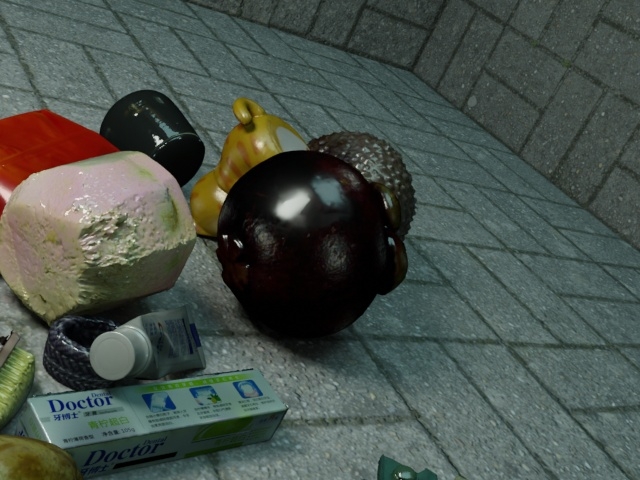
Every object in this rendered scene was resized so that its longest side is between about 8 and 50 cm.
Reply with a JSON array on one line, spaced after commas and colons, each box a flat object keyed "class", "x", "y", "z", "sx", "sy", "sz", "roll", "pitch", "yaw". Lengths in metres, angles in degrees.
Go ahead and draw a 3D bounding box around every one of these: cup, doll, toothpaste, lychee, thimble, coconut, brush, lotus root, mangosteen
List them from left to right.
[{"class": "brush", "x": -0.373, "y": 0.205, "z": 0.861, "sx": 0.067, "sy": 0.072, "sz": 0.313, "roll": 36, "pitch": 22, "yaw": -13}, {"class": "lotus root", "x": -0.295, "y": 0.247, "z": 0.765, "sx": 0.138, "sy": 0.138, "sz": 0.214, "roll": 36, "pitch": 14, "yaw": 21}, {"class": "thimble", "x": -0.301, "y": 0.142, "z": 1.057, "sx": 0.104, "sy": 0.066, "sz": 0.095, "roll": 27, "pitch": 26, "yaw": 2}, {"class": "coconut", "x": -0.299, "y": -0.005, "z": 1.153, "sx": 0.233, "sy": 0.233, "sz": 0.245, "roll": 35, "pitch": 29, "yaw": 19}, {"class": "cup", "x": -0.346, "y": -0.177, "z": 1.584, "sx": 0.223, "sy": 0.169, "sz": 0.176, "roll": -32, "pitch": 65, "yaw": -30}, {"class": "toothpaste", "x": -0.213, "y": 0.137, "z": 1.068, "sx": 0.266, "sy": 0.061, "sz": 0.096, "roll": 5, "pitch": 68, "yaw": -77}, {"class": "toothpaste", "x": -0.195, "y": 0.221, "z": 1.002, "sx": 0.337, "sy": 0.067, "sz": 0.081, "roll": 1, "pitch": 35, "yaw": -45}, {"class": "doll", "x": -0.135, "y": -0.112, "z": 1.514, "sx": 0.162, "sy": 0.269, "sz": 0.167, "roll": 39, "pitch": 23, "yaw": 11}, {"class": "mangosteen", "x": 0.000, "y": 0.000, "z": 1.349, "sx": 0.347, "sy": 0.306, "sz": 0.307, "roll": -12, "pitch": 42, "yaw": -32}, {"class": "lychee", "x": 0.054, "y": -0.073, "z": 1.629, "sx": 0.300, "sy": 0.300, "sz": 0.300, "roll": 22, "pitch": 24, "yaw": -10}]

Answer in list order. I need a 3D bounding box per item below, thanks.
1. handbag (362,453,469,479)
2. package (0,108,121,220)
[{"class": "handbag", "x": 0.174, "y": 0.394, "z": 0.982, "sx": 0.269, "sy": 0.100, "sz": 0.274, "roll": 25, "pitch": 24, "yaw": -2}, {"class": "package", "x": -0.469, "y": -0.100, "z": 1.316, "sx": 0.196, "sy": 0.123, "sz": 0.423, "roll": 27, "pitch": 22, "yaw": 6}]
